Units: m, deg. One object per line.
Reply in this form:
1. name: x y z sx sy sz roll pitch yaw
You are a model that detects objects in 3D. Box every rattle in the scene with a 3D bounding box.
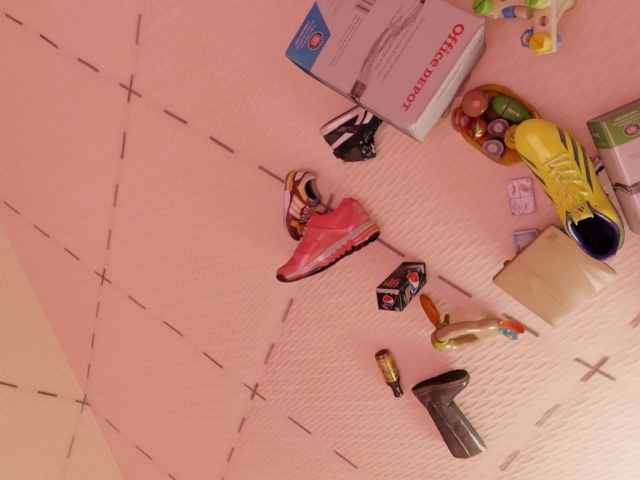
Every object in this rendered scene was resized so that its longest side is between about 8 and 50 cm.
1. rattle: 0.347 0.175 1.175 0.200 0.142 0.130 -24 128 20

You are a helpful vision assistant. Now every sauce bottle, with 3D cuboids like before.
1. sauce bottle: 0.183 0.348 1.333 0.042 0.042 0.128 -21 99 35

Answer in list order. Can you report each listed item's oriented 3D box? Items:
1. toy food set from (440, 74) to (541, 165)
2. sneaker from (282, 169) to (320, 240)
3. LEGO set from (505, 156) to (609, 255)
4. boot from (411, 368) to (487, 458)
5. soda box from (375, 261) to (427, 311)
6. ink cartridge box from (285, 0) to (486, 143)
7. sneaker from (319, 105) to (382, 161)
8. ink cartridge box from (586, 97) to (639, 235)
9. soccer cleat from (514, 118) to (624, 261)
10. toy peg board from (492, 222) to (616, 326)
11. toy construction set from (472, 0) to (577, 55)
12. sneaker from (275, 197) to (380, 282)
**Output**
1. toy food set: 0.318 -0.233 0.987 0.218 0.071 0.128 43 126 21
2. sneaker: -0.044 -0.082 1.283 0.084 0.070 0.185 11 115 33
3. LEGO set: 0.461 -0.066 0.997 0.183 0.060 0.244 -7 104 29
4. boot: 0.340 0.430 1.251 0.190 0.076 0.208 -38 80 50
5. soda box: 0.186 0.101 1.155 0.060 0.169 0.053 0 109 31
6. ink cartridge box: 0.125 -0.366 0.984 0.308 0.129 0.223 37 100 18
7. sneaker: 0.116 -0.249 1.129 0.217 0.079 0.121 -23 110 31
8. ink cartridge box: 0.574 -0.133 0.853 0.160 0.092 0.219 -23 96 14
9. soccer cleat: 0.442 -0.090 0.896 0.093 0.121 0.289 -32 101 37
10. toy peg board: 0.458 0.058 1.022 0.161 0.079 0.160 36 116 -5
11. toy construction set: 0.365 -0.486 0.830 0.215 0.151 0.327 43 120 40
12. sneaker: 0.001 0.000 1.282 0.314 0.116 0.136 -32 81 29
